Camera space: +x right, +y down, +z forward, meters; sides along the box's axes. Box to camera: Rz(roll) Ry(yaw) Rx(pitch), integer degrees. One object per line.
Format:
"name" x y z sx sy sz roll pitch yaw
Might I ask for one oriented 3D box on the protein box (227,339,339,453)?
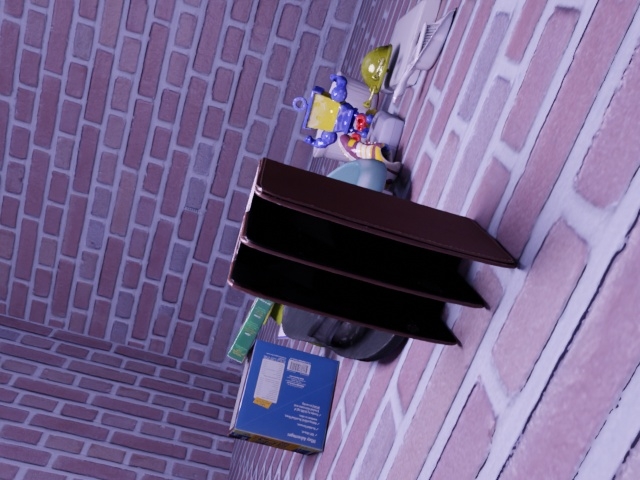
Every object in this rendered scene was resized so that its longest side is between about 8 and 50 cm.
"protein box" -0.084 0.358 1.448 0.136 0.200 0.201 122 162 -63

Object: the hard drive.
"hard drive" 0.215 -0.480 1.603 0.307 0.040 0.203 -124 50 -79

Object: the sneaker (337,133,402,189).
"sneaker" 0.114 -0.195 1.433 0.084 0.069 0.185 -51 57 20

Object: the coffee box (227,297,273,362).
"coffee box" -0.152 0.185 1.470 0.184 0.040 0.113 -62 5 -4

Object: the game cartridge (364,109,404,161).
"game cartridge" 0.126 -0.167 1.571 0.196 0.060 0.294 -110 37 -71

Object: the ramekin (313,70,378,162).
"ramekin" 0.080 -0.377 2.007 0.277 0.135 0.277 -165 90 -82

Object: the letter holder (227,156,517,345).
"letter holder" 0.050 0.026 0.774 0.214 0.302 0.152 -105 31 -74

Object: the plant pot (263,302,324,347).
"plant pot" -0.044 0.107 1.651 0.228 0.207 0.227 -84 13 -47

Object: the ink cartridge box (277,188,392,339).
"ink cartridge box" 0.029 0.062 1.375 0.303 0.072 0.307 -16 63 56

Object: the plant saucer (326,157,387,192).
"plant saucer" 0.009 -0.054 1.317 0.317 0.044 0.317 -42 21 21

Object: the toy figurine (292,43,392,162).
"toy figurine" 0.030 -0.344 1.636 0.191 0.217 0.362 -55 -17 -61

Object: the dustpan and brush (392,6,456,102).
"dustpan and brush" 0.211 -0.389 1.364 0.147 0.060 0.211 -124 50 -80

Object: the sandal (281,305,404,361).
"sandal" 0.017 0.129 1.168 0.446 0.107 0.167 -16 61 59
